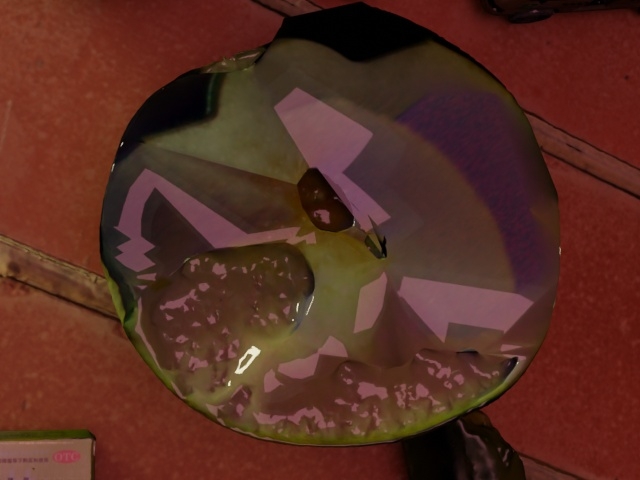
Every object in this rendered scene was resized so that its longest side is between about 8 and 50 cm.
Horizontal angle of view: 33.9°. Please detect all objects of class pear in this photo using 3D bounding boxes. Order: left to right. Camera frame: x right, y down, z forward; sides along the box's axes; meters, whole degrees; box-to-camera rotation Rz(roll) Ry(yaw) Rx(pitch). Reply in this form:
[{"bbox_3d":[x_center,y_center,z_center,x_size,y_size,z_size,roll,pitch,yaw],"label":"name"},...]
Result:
[{"bbox_3d":[0.001,0.005,0.944,0.398,0.165,0.399,3,74,-12],"label":"pear"}]

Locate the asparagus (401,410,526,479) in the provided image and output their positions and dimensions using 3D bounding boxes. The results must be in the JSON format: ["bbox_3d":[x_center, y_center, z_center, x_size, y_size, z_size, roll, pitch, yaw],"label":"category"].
[{"bbox_3d":[0.150,0.266,1.019,0.108,0.128,0.382,-14,91,-52],"label":"asparagus"}]

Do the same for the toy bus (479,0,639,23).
[{"bbox_3d":[0.307,-0.307,1.067,0.289,0.157,0.139,-6,89,-17],"label":"toy bus"}]

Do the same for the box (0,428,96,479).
[{"bbox_3d":[-0.328,0.255,0.899,0.260,0.062,0.175,2,87,-16],"label":"box"}]
